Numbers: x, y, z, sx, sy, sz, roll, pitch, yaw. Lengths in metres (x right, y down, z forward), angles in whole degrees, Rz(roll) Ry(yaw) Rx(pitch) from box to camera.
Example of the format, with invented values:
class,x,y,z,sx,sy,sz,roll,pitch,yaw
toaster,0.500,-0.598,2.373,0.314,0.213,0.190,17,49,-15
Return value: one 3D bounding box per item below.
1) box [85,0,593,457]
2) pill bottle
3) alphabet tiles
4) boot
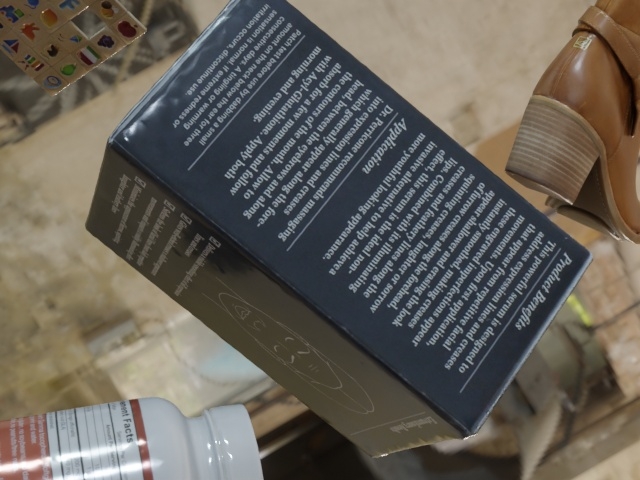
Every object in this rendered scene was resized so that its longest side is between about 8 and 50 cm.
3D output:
class,x,y,z,sx,sy,sz,roll,pitch,yaw
box,0.000,0.000,1.164,0.395,0.212,0.293,40,-20,-3
pill bottle,-0.150,0.171,0.813,0.121,0.216,0.121,173,-90,-78
alphabet tiles,-0.398,-0.330,1.730,0.237,0.198,0.009,45,32,-30
boot,0.296,-0.126,1.224,0.109,0.220,0.283,27,0,41
